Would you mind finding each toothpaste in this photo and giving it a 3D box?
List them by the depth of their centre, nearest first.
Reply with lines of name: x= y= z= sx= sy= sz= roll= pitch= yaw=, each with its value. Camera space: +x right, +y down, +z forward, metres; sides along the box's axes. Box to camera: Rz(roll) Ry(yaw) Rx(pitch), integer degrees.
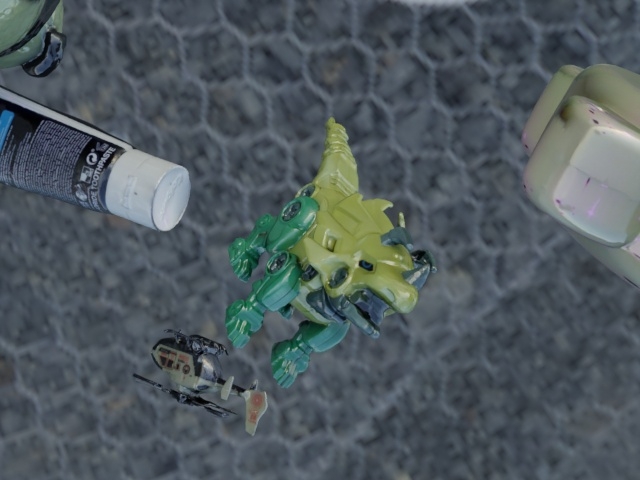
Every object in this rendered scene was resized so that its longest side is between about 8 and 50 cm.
toothpaste: x=-0.176 y=-0.059 z=1.292 sx=0.045 sy=0.193 sz=0.071 roll=20 pitch=89 yaw=-66

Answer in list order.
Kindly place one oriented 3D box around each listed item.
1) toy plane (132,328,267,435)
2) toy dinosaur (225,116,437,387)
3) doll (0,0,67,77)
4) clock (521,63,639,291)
toy plane: x=-0.080 y=0.093 z=1.348 sx=0.031 sy=0.120 sz=0.049 roll=17 pitch=91 yaw=-51
toy dinosaur: x=0.000 y=0.000 z=1.468 sx=0.153 sy=0.259 sz=0.094 roll=-35 pitch=125 yaw=14
doll: x=-0.217 y=-0.172 z=1.201 sx=0.143 sy=0.234 sz=0.135 roll=8 pitch=89 yaw=-2
clock: x=0.266 y=0.004 z=1.197 sx=0.309 sy=0.284 sz=0.114 roll=29 pitch=104 yaw=-1
